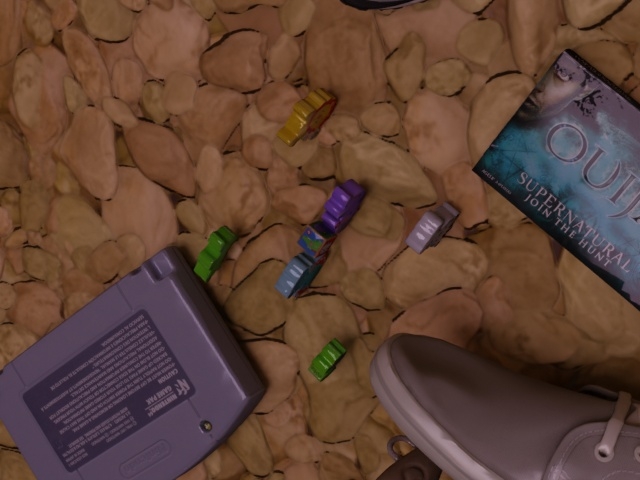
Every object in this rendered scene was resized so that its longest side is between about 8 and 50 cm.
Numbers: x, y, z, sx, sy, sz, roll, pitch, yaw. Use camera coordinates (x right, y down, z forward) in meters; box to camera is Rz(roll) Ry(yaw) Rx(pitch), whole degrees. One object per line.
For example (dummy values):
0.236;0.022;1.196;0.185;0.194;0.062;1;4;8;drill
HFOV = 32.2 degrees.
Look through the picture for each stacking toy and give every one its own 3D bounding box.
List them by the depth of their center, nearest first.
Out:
0.000;0.000;0.994;0.167;0.052;0.221;42;118;14;stacking toy

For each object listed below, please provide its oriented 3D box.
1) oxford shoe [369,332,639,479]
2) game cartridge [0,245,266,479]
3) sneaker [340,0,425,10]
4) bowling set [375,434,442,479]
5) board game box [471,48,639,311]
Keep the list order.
0.249;0.176;0.845;0.449;0.169;0.130;29;116;10;oxford shoe
-0.198;0.158;1.126;0.294;0.060;0.196;-34;82;29;game cartridge
0.111;-0.261;0.843;0.272;0.108;0.100;-25;92;30;sneaker
0.156;0.290;0.948;0.287;0.154;0.199;37;133;14;bowling set
0.229;-0.046;0.879;0.186;0.026;0.126;41;117;13;board game box
